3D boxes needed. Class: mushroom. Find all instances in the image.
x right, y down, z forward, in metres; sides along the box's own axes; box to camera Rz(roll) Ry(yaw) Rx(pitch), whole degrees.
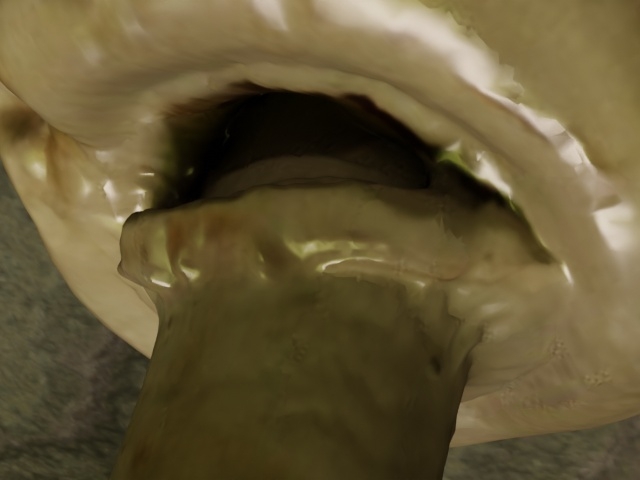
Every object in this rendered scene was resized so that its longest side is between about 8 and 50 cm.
[{"bbox_3d":[0.000,0.000,0.555,0.292,0.290,0.292,15,142,12],"label":"mushroom"}]
